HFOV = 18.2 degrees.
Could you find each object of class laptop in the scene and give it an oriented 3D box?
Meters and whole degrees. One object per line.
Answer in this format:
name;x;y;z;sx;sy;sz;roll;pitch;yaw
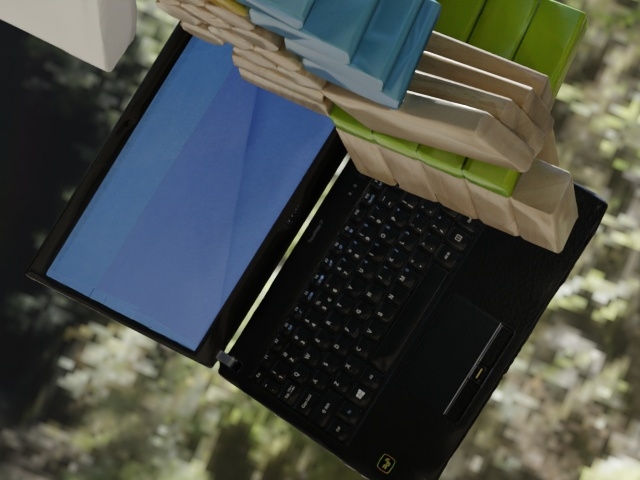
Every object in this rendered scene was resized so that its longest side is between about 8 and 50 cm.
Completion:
laptop;0.000;0.000;1.256;0.264;0.234;0.136;34;4;21

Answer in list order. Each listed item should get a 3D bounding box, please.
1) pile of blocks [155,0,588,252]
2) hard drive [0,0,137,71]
pile of blocks;0.022;-0.111;0.791;0.149;0.112;0.362;19;-9;38
hard drive;-0.243;-0.217;1.070;0.307;0.040;0.203;27;-25;11
